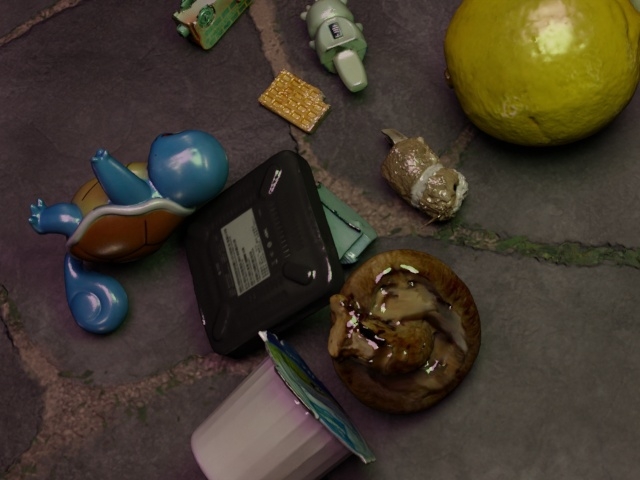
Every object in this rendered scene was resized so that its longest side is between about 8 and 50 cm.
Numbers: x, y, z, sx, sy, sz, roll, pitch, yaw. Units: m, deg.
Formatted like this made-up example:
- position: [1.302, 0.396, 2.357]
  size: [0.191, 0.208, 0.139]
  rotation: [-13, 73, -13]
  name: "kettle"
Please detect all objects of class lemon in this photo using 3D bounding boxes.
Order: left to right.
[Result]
- position: [0.380, -0.319, 1.783]
  size: [0.348, 0.348, 0.348]
  rotation: [-4, 65, 8]
  name: "lemon"

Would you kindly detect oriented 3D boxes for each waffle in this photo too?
- position: [-0.045, -0.267, 1.997]
  size: [0.135, 0.021, 0.092]
  rotation: [32, 74, 21]
  name: "waffle"

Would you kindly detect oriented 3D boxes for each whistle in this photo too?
- position: [0.035, -0.382, 1.998]
  size: [0.110, 0.092, 0.244]
  rotation: [-21, 62, -2]
  name: "whistle"

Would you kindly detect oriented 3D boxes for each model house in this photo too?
- position: [0.000, 0.000, 1.833]
  size: [0.148, 0.119, 0.148]
  rotation: [42, 103, 1]
  name: "model house"

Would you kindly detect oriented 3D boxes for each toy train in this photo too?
- position: [-0.217, -0.468, 2.078]
  size: [0.072, 0.099, 0.188]
  rotation: [32, 76, 24]
  name: "toy train"

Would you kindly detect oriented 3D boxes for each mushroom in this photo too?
- position: [0.117, 0.141, 1.649]
  size: [0.195, 0.283, 0.263]
  rotation: [35, 103, 36]
  name: "mushroom"

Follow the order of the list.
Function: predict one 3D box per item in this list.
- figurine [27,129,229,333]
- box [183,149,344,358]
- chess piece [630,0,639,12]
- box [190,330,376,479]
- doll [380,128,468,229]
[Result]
- position: [-0.354, -0.050, 1.825]
  size: [0.243, 0.298, 0.416]
  rotation: [41, 100, 16]
  name: "figurine"
- position: [-0.105, 0.024, 1.779]
  size: [0.289, 0.073, 0.290]
  rotation: [-32, 59, 28]
  name: "box"
- position: [0.532, -0.501, 1.938]
  size: [0.330, 0.182, 0.182]
  rotation: [29, 73, 14]
  name: "chess piece"
- position: [-0.086, 0.296, 1.649]
  size: [0.206, 0.262, 0.291]
  rotation: [-41, 33, 1]
  name: "box"
- position: [0.171, -0.126, 1.849]
  size: [0.115, 0.105, 0.221]
  rotation: [-35, 67, 0]
  name: "doll"
